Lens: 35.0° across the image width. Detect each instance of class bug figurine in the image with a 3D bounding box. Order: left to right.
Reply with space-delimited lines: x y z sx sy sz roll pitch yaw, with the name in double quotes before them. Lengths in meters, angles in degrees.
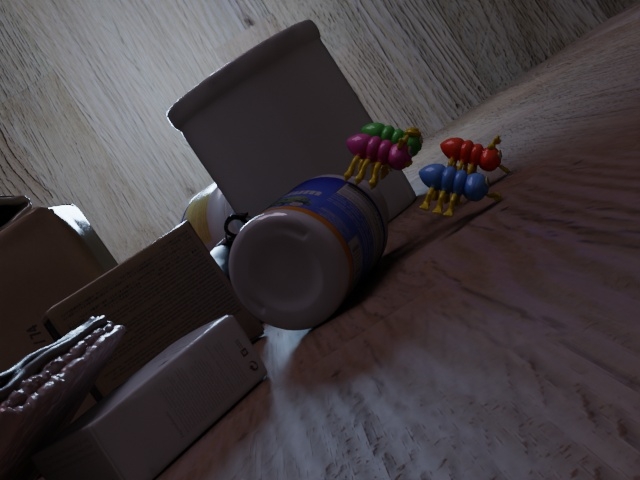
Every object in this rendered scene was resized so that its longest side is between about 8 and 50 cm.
"bug figurine" 0.145 -0.109 1.363 0.279 0.216 0.072 -48 -28 -69

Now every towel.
"towel" -0.331 0.236 1.010 0.317 0.053 0.332 -58 -1 9

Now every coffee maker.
"coffee maker" -0.168 0.064 1.685 0.120 0.171 0.178 -14 12 18

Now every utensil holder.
"utensil holder" -0.050 -0.161 1.899 0.328 0.385 0.327 -32 5 3

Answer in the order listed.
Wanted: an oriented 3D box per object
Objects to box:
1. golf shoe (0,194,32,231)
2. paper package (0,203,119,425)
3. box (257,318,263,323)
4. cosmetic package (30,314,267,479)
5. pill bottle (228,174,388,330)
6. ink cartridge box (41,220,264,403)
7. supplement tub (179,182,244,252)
"golf shoe" -0.545 -0.016 1.487 0.120 0.105 0.273 -24 8 28
"paper package" -0.416 0.151 1.503 0.309 0.324 0.168 -34 3 2
"box" -0.089 0.112 1.576 0.083 0.018 0.067 -35 5 -29
"cosmetic package" -0.171 0.177 1.046 0.117 0.085 0.231 -30 4 39
"pill bottle" 0.000 0.000 1.309 0.152 0.152 0.272 -31 5 24
"ink cartridge box" -0.229 0.116 1.389 0.235 0.193 0.088 -34 2 -25
"supplement tub" -0.153 -0.035 2.199 0.241 0.241 0.331 -35 5 -26
